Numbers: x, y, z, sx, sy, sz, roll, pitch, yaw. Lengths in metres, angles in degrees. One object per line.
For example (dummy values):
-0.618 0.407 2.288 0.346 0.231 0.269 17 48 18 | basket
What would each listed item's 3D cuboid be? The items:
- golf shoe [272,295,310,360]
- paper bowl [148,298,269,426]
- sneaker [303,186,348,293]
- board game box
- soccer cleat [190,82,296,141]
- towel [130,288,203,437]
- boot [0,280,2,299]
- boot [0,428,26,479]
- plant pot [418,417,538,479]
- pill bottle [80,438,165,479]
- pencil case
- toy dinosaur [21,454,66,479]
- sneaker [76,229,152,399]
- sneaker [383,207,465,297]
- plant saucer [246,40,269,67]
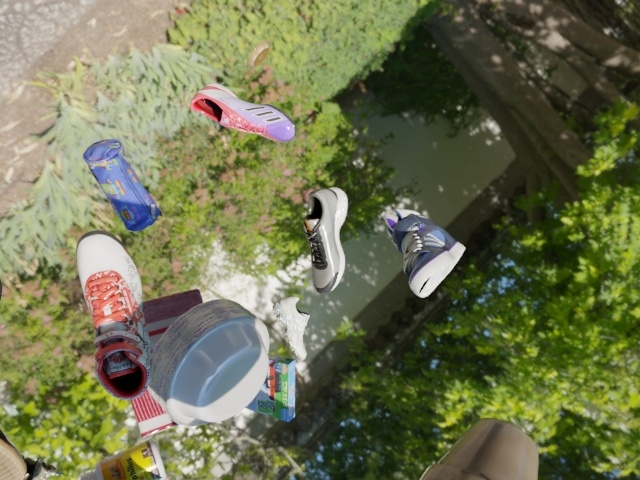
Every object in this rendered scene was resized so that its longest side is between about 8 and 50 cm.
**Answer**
-0.060 0.232 1.409 0.086 0.176 0.069 -23 -173 -7 | golf shoe
-0.230 0.286 1.188 0.284 0.148 0.284 -30 135 -35 | paper bowl
0.000 0.000 1.333 0.108 0.272 0.100 0 -178 -45 | sneaker
-0.165 0.367 1.379 0.211 0.160 0.039 8 -166 28 | board game box
-0.226 -0.357 1.546 0.116 0.318 0.109 -58 172 -47 | soccer cleat
-0.382 0.301 1.355 0.237 0.329 0.037 -14 162 -22 | towel
-0.750 0.174 1.080 0.088 0.176 0.244 39 67 -62 | boot
-0.561 0.265 0.866 0.090 0.248 0.207 -27 -144 -4 | boot
0.468 0.665 1.468 0.280 0.323 0.323 -46 -177 -35 | plant pot
-0.567 0.670 1.523 0.215 0.117 0.117 -19 171 -23 | pill bottle
-0.601 -0.161 1.627 0.133 0.306 0.119 8 -133 26 | pencil case
-0.840 0.609 1.345 0.313 0.160 0.121 -18 129 -47 | toy dinosaur
-0.332 0.124 0.860 0.090 0.270 0.145 -13 -162 -14 | sneaker
0.244 0.017 1.441 0.322 0.236 0.130 -25 147 -56 | sneaker
-0.156 -0.474 1.358 0.083 0.015 0.083 -48 177 -3 | plant saucer
